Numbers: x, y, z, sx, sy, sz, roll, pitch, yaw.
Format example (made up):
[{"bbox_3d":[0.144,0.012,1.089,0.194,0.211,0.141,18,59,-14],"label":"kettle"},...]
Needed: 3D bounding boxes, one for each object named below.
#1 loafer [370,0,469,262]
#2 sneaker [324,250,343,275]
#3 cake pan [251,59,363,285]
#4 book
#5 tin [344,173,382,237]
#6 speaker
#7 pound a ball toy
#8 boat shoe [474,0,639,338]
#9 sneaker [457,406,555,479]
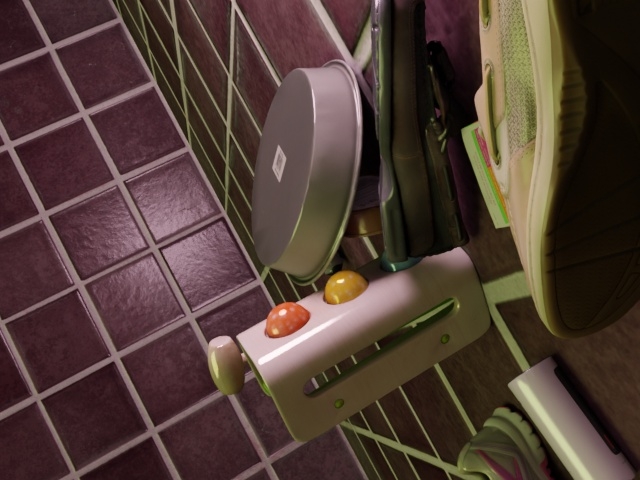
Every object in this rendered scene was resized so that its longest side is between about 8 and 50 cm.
[{"bbox_3d":[0.100,-0.104,0.630,0.109,0.095,0.303,-87,-8,-47],"label":"loafer"},{"bbox_3d":[0.000,0.000,1.219,0.132,0.086,0.229,56,176,8],"label":"sneaker"},{"bbox_3d":[-0.029,-0.090,0.843,0.293,0.054,0.294,-172,90,-70],"label":"cake pan"},{"bbox_3d":[0.169,-0.065,0.516,0.096,0.035,0.144,64,165,-3],"label":"book"},{"bbox_3d":[0.055,-0.048,0.832,0.189,0.106,0.040,-153,45,-67],"label":"tin"},{"bbox_3d":[0.250,0.188,0.656,0.136,0.055,0.055,58,166,22],"label":"speaker"},{"bbox_3d":[0.011,0.098,0.808,0.136,0.319,0.208,68,166,-21],"label":"pound a ball toy"},{"bbox_3d":[0.150,-0.081,0.404,0.098,0.109,0.303,-132,25,-61],"label":"boat shoe"},{"bbox_3d":[0.257,0.342,0.809,0.252,0.111,0.103,57,166,23],"label":"sneaker"}]
